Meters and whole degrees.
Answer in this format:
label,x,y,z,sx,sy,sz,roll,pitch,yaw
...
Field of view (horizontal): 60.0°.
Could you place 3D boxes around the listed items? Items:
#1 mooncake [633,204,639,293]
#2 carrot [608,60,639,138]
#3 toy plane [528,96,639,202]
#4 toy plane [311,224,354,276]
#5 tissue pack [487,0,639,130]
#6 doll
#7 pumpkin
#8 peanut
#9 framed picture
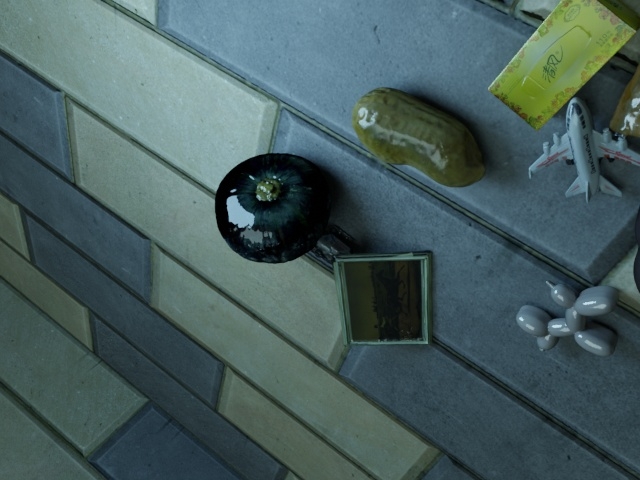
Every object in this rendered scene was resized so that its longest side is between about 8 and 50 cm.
label,x,y,z,sx,sy,sz,roll,pitch,yaw
mooncake,0.552,0.004,0.675,0.306,0.154,0.305,23,136,24
carrot,0.426,-0.235,0.636,0.102,0.102,0.262,23,132,24
toy plane,0.372,-0.127,0.778,0.162,0.065,0.171,3,128,39
toy plane,0.000,-0.001,1.174,0.197,0.078,0.053,35,138,10
tissue pack,0.320,-0.244,0.738,0.095,0.062,0.176,43,137,5
doll,0.421,0.138,0.952,0.160,0.059,0.160,9,127,35
pumpkin,-0.092,-0.067,1.091,0.233,0.233,0.163,27,163,20
peanut,0.160,-0.162,0.903,0.237,0.110,0.120,32,115,6
framed picture,0.133,0.130,1.149,0.197,0.014,0.252,-3,124,9
